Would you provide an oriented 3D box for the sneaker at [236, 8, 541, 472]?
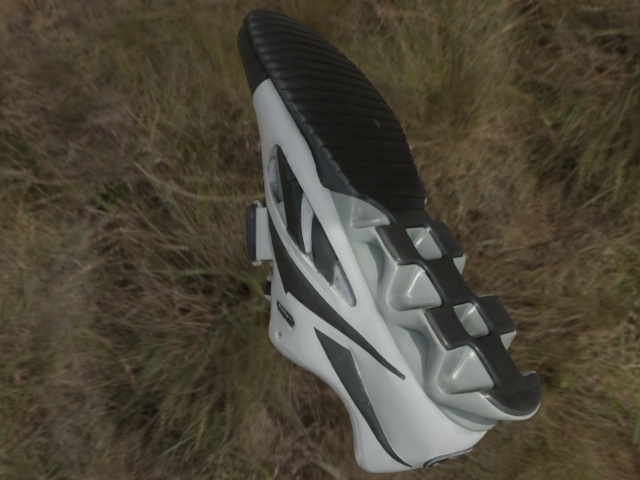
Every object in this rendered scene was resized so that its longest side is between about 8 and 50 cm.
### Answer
[{"bbox_3d":[0.000,0.000,0.696,0.146,0.122,0.331,-39,65,32],"label":"sneaker"}]
